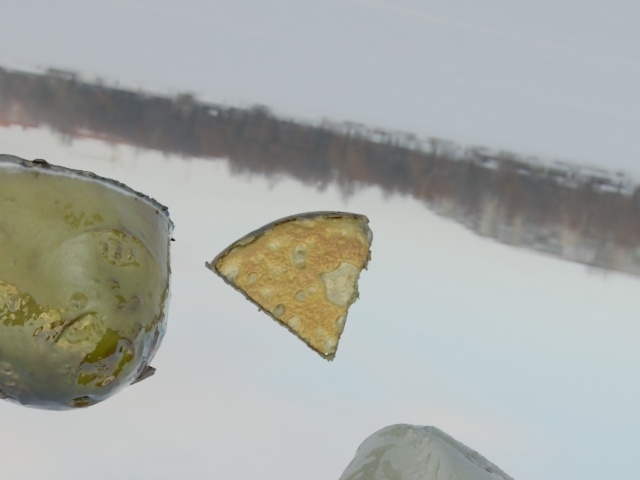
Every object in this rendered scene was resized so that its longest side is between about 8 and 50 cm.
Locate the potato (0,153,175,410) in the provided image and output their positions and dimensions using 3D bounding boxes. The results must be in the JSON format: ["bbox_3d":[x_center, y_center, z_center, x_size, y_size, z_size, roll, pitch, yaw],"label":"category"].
[{"bbox_3d":[-0.285,0.057,1.145,0.300,0.196,0.246,4,152,-9],"label":"potato"}]

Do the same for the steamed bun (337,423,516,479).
[{"bbox_3d":[0.073,0.359,0.985,0.247,0.383,0.236,34,173,-27],"label":"steamed bun"}]

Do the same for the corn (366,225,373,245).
[{"bbox_3d":[0.000,0.000,1.072,0.092,0.037,0.037,0,180,29],"label":"corn"}]

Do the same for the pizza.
[{"bbox_3d":[-0.014,0.036,0.891,0.123,0.108,0.026,-16,178,-1],"label":"pizza"}]
